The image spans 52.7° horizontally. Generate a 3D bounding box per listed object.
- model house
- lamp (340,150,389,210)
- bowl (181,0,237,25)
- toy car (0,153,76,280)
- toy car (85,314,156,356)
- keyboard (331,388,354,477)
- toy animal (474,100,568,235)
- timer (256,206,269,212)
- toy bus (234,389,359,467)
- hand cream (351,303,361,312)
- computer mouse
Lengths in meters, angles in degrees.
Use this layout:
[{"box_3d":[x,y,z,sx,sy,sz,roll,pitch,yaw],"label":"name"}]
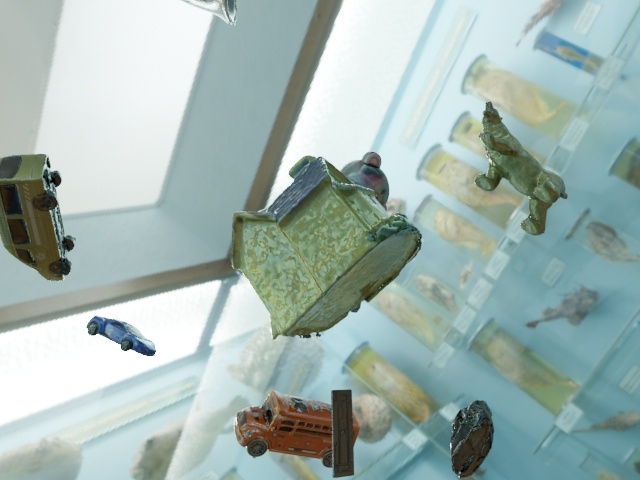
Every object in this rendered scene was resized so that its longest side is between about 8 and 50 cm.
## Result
[{"box_3d":[0.000,0.000,1.263,0.321,0.266,0.261,-45,-19,14],"label":"model house"},{"box_3d":[0.077,-0.156,2.176,0.301,0.247,0.247,-21,-63,-16],"label":"lamp"},{"box_3d":[-0.196,-0.456,0.831,0.157,0.346,0.346,-2,-42,-4],"label":"bowl"},{"box_3d":[-0.549,-0.037,1.234,0.124,0.101,0.257,-3,-51,-12],"label":"toy car"},{"box_3d":[-0.514,0.246,1.688,0.103,0.216,0.063,37,-108,-63],"label":"toy car"},{"box_3d":[0.053,0.467,1.572,0.061,0.013,0.205,6,-104,-32],"label":"keyboard"},{"box_3d":[0.324,-0.124,1.068,0.101,0.218,0.103,-42,-8,-31],"label":"toy animal"},{"box_3d":[-0.080,-0.045,1.495,0.140,0.128,0.047,-28,-51,-44],"label":"timer"},{"box_3d":[-0.067,0.514,1.789,0.329,0.143,0.153,15,-74,-17],"label":"toy bus"},{"box_3d":[-0.019,0.132,1.533,0.088,0.256,0.055,29,-108,-49],"label":"hand cream"},{"box_3d":[0.444,0.569,1.865,0.146,0.077,0.242,41,-118,-21],"label":"computer mouse"}]
